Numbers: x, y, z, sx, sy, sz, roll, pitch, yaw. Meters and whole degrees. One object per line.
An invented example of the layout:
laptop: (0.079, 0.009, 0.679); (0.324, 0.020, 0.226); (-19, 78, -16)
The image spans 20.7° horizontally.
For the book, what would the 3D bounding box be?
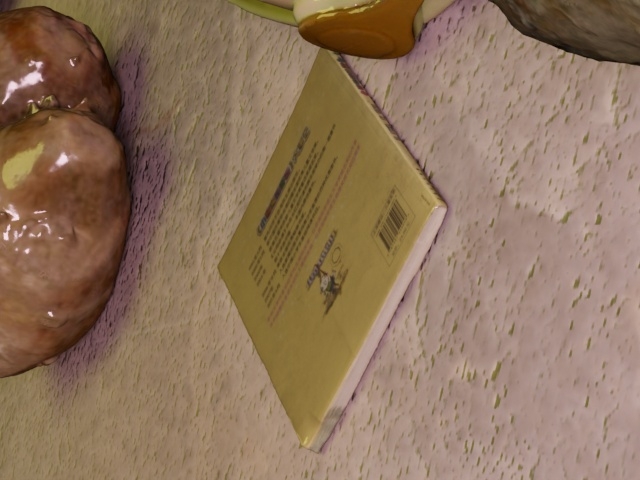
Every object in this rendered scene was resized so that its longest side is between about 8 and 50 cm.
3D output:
book: (0.000, 0.000, 1.003); (0.168, 0.013, 0.192); (-64, 31, 24)

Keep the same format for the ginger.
ginger: (-0.226, -0.057, 1.324); (0.244, 0.155, 0.304); (122, 155, -46)

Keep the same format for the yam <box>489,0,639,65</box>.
yam: (0.152, -0.149, 0.598); (0.300, 0.195, 0.195); (26, 102, 61)

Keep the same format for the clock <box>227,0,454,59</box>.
clock: (0.017, -0.249, 0.963); (0.348, 0.117, 0.286); (40, 115, 59)
